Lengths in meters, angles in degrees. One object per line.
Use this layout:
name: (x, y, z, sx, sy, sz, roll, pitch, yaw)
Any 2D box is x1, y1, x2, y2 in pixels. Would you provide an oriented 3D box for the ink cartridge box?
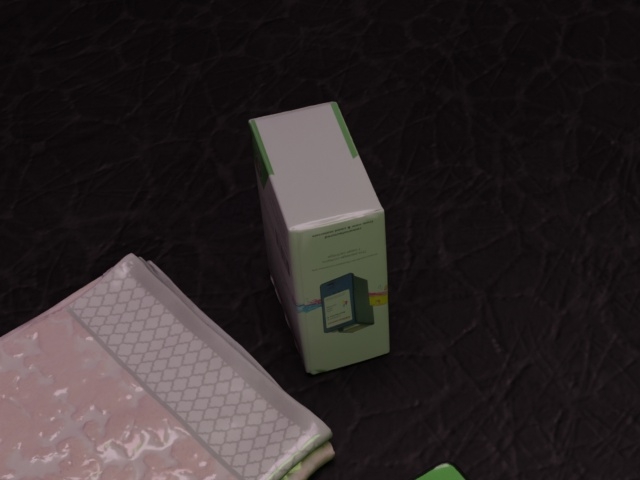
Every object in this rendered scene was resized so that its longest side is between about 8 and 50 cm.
ink cartridge box: (0.000, 0.000, 1.444, 0.093, 0.212, 0.154, -13, 48, -9)

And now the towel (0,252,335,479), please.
towel: (-0.203, 0.182, 1.414, 0.317, 0.053, 0.332, -35, 53, -22)

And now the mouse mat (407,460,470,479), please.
mouse mat: (0.079, 0.285, 1.320, 0.190, 0.007, 0.152, -27, 51, -18)
